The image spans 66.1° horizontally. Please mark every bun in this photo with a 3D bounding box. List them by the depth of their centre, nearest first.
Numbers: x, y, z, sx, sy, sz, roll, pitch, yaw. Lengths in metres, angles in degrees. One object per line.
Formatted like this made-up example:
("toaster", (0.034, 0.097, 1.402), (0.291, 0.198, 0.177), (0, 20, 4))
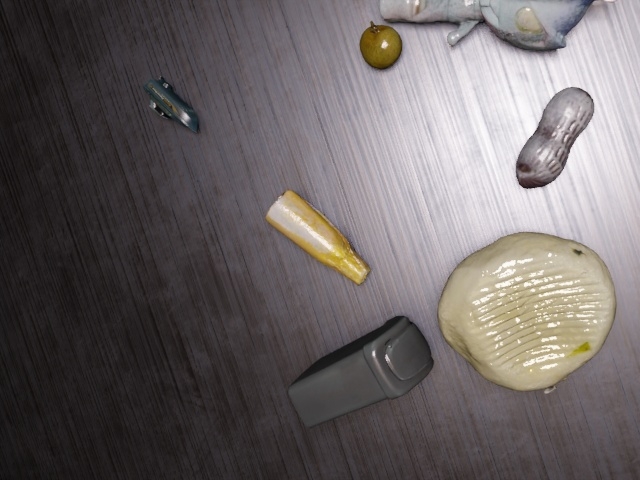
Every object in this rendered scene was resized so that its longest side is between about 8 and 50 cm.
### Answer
("bun", (0.307, 0.105, 0.774), (0.260, 0.160, 0.258), (2, 106, 5))

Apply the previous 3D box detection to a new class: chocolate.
("chocolate", (0.360, -0.156, 0.762), (0.072, 0.072, 0.166), (27, 104, 15))
("chocolate", (0.000, 0.000, 0.916), (0.219, 0.086, 0.085), (41, 109, 6))

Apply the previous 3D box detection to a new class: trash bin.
("trash bin", (0.077, 0.226, 0.864), (0.236, 0.177, 0.101), (-32, 86, 25))

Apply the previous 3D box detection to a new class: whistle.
("whistle", (0.261, -0.368, 0.747), (0.347, 0.133, 0.142), (11, 142, 28))

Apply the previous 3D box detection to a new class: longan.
("longan", (0.100, -0.331, 0.827), (0.075, 0.083, 0.075), (-13, 54, 18))

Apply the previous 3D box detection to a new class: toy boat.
("toy boat", (-0.295, -0.266, 0.992), (0.141, 0.055, 0.060), (44, 101, 9))
